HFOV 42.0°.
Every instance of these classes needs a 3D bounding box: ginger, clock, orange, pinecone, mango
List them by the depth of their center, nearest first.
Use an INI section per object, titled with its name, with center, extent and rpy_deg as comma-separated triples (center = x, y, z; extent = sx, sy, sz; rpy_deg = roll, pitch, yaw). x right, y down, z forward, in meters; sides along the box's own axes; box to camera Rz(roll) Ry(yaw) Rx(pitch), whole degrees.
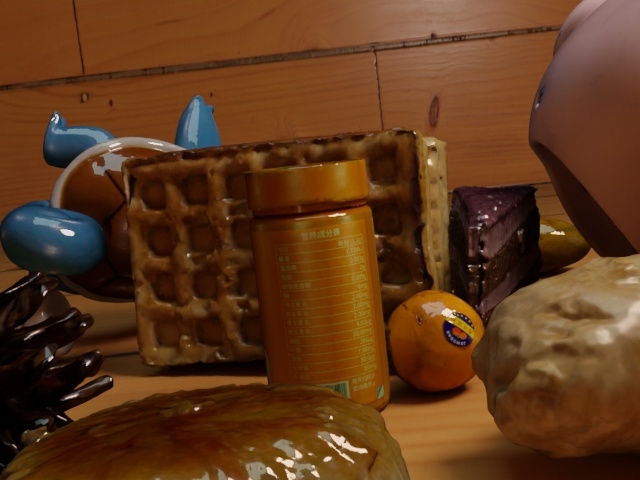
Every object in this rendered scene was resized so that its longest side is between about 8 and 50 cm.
[pinecone]
center = -0.217, 0.083, 0.478
extent = 0.208, 0.207, 0.208
rpy_deg = -6, 6, 1
[ginger]
center = 0.252, 0.056, 0.526
extent = 0.354, 0.126, 0.190
rpy_deg = -13, 4, -37
[orange]
center = 0.091, 0.080, 0.666
extent = 0.084, 0.083, 0.083
rpy_deg = -6, 6, 1
[clock]
center = 0.352, -0.096, 0.759
extent = 0.251, 0.368, 0.376
rpy_deg = -35, -16, -1
[mango]
center = 0.281, 0.006, 1.145
extent = 0.115, 0.089, 0.165
rpy_deg = 1, 4, -34

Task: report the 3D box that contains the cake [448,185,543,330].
[cake]
center = 0.162, 0.011, 0.838
extent = 0.113, 0.115, 0.295
rpy_deg = 0, 10, 16

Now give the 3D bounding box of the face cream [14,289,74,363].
[face cream]
center = -0.319, 0.096, 0.891
extent = 0.095, 0.091, 0.091
rpy_deg = -14, 5, 9

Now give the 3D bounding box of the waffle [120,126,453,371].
[waffle]
center = -0.031, 0.012, 0.793
extent = 0.308, 0.212, 0.091
rpy_deg = -5, 2, 22

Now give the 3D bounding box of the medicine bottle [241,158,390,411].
[medicine bottle]
center = -0.002, 0.037, 0.642
extent = 0.096, 0.191, 0.096
rpy_deg = -7, 7, 1

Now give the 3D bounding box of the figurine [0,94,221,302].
[figurine]
center = -0.212, -0.033, 1.004
extent = 0.243, 0.297, 0.416
rpy_deg = 13, 10, 41

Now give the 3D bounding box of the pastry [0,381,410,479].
[pastry]
center = -0.058, 0.122, 0.386
extent = 0.193, 0.093, 0.182
rpy_deg = -13, 6, -42
